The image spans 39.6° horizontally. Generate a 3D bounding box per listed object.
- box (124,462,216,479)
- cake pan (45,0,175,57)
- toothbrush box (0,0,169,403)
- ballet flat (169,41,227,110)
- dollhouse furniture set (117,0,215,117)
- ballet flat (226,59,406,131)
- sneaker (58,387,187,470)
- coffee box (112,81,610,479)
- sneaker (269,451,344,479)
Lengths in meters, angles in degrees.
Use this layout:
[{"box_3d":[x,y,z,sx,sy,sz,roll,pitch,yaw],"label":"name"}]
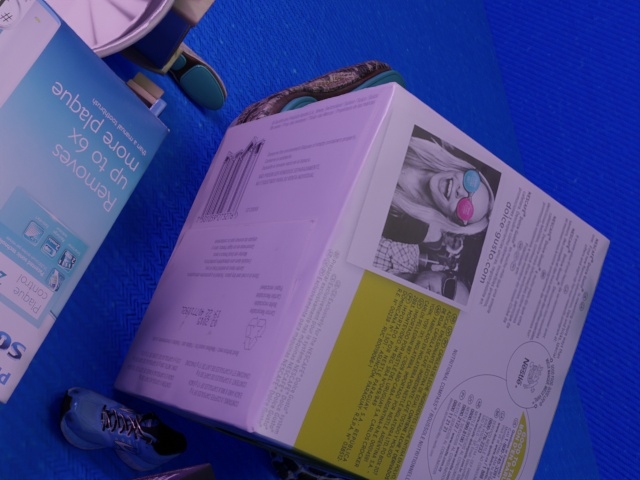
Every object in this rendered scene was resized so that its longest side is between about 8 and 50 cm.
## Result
[{"box_3d":[-0.222,0.262,0.679,0.184,0.261,0.103,-15,86,-61],"label":"box"},{"box_3d":[-0.280,-0.311,0.892,0.293,0.054,0.293,3,81,-20],"label":"cake pan"},{"box_3d":[-0.297,-0.047,0.745,0.216,0.126,0.295,49,57,-39],"label":"toothbrush box"},{"box_3d":[-0.188,-0.252,1.245,0.168,0.057,0.052,44,29,-39],"label":"ballet flat"},{"box_3d":[-0.313,-0.208,1.000,0.286,0.198,0.303,37,71,-12],"label":"dollhouse furniture set"},{"box_3d":[-0.031,-0.164,1.337,0.483,0.182,0.164,-40,125,-55],"label":"ballet flat"},{"box_3d":[-0.204,0.193,0.939,0.162,0.073,0.063,38,43,-44],"label":"sneaker"},{"box_3d":[0.041,0.081,0.966,0.334,0.338,0.338,30,74,-29],"label":"coffee box"},{"box_3d":[0.012,0.285,1.255,0.279,0.107,0.118,40,23,-47],"label":"sneaker"}]
